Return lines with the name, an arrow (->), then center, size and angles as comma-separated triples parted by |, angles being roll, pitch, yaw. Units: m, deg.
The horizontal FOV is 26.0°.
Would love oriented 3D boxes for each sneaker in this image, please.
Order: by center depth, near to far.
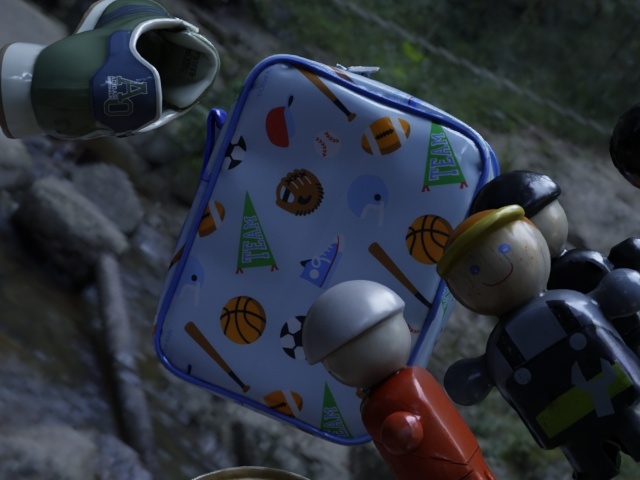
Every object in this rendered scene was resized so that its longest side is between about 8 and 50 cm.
sneaker -> -0.091, -0.089, 0.723 | 0.086, 0.064, 0.192 | 1, 17, 13

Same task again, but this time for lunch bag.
lunch bag -> 0.000, 0.000, 1.148 | 0.243, 0.303, 0.115 | 22, 5, 10

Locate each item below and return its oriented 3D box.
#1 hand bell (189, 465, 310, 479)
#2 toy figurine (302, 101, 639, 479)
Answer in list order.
hand bell -> -0.050, 0.296, 0.983 | 0.126, 0.242, 0.126 | 1, 25, -1
toy figurine -> 0.117, 0.032, 0.706 | 0.148, 0.213, 0.209 | 57, -29, 5
